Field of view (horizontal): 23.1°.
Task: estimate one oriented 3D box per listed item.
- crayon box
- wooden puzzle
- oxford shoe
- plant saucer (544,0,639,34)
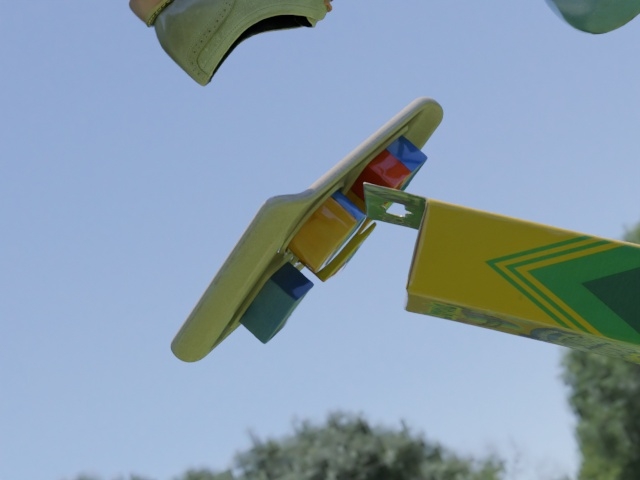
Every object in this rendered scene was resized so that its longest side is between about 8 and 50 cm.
[{"bbox_3d":[0.186,0.038,1.337,0.323,0.083,0.203,13,-6,4],"label":"crayon box"},{"bbox_3d":[0.000,0.000,1.927,0.348,0.080,0.322,-35,-14,-47],"label":"wooden puzzle"},{"bbox_3d":[-0.016,-0.319,1.777,0.397,0.146,0.140,-34,-3,-5],"label":"oxford shoe"},{"bbox_3d":[0.287,-0.372,1.607,0.043,0.318,0.317,5,-26,-23],"label":"plant saucer"}]
